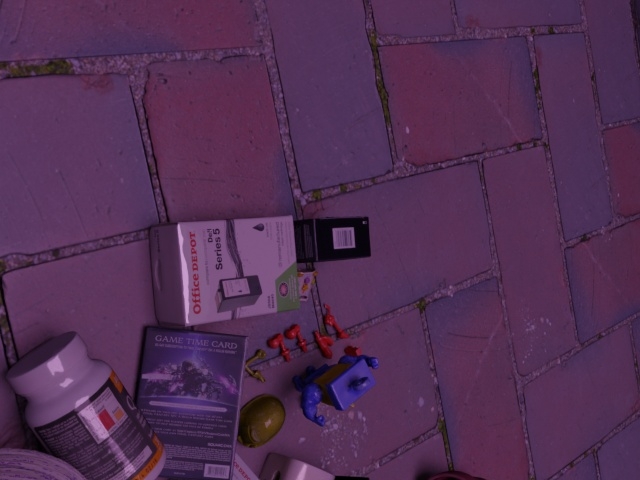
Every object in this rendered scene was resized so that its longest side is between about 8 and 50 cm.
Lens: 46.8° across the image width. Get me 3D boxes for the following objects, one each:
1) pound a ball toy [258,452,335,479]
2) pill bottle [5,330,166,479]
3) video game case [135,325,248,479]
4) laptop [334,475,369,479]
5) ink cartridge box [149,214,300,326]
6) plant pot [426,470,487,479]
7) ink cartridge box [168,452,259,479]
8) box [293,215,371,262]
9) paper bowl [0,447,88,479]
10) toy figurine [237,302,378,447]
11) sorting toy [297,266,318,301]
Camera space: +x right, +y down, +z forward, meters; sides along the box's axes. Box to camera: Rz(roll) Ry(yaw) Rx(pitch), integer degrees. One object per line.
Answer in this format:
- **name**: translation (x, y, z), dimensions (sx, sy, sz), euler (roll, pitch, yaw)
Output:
- **pound a ball toy**: translation (-0.109, 0.597, 1.491), dimensions (0.208, 0.135, 0.319), euler (35, 66, -33)
- **pill bottle**: translation (-0.395, 0.303, 1.252), dimensions (0.162, 0.162, 0.278), euler (-39, 110, -34)
- **video game case**: translation (-0.248, 0.308, 1.396), dimensions (0.196, 0.026, 0.274), euler (7, 81, -4)
- **laptop**: translation (0.006, 0.629, 1.531), dimensions (0.264, 0.234, 0.137), euler (-35, 87, -24)
- **ink cartridge box**: translation (-0.186, 0.056, 1.470), dimensions (0.272, 0.114, 0.198), euler (-6, 91, -39)
- **plant pot**: translation (0.362, 0.673, 1.851), dimensions (0.180, 0.201, 0.201), euler (9, 82, -55)
- **ink cartridge box**: translation (-0.222, 0.489, 1.443), dimensions (0.175, 0.072, 0.127), euler (-48, 115, -30)
- **box**: translation (0.000, 0.000, 1.597), dimensions (0.156, 0.158, 0.093), euler (-3, 89, -39)
- **paper bowl**: translation (-0.480, 0.451, 1.142), dimensions (0.284, 0.148, 0.284), euler (-4, 108, -11)
- **toy figurine**: translation (0.000, 0.287, 1.545), dimensions (0.362, 0.217, 0.191), euler (-29, 106, -37)
- **sorting toy**: translation (-0.042, 0.101, 1.641), dimensions (0.083, 0.045, 0.075), euler (-4, 109, -39)
